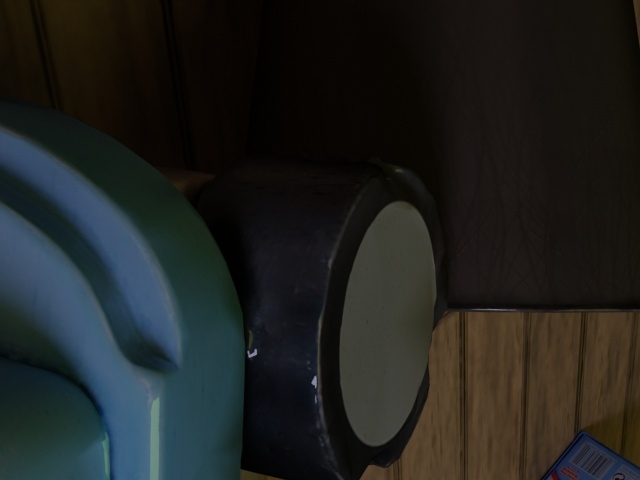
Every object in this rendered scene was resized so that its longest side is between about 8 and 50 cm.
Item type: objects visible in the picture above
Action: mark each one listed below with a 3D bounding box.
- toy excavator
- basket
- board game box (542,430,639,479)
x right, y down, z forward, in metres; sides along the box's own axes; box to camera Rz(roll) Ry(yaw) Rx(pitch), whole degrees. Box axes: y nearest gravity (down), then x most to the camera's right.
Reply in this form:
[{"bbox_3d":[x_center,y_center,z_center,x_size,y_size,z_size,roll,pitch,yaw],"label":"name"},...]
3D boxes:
[{"bbox_3d":[-0.158,0.183,0.377,0.445,0.222,0.433,-16,111,-62],"label":"toy excavator"},{"bbox_3d":[0.051,-0.085,0.593,0.154,0.204,0.227,2,89,-44],"label":"basket"},{"bbox_3d":[0.186,0.259,1.022,0.211,0.160,0.039,-46,142,-16],"label":"board game box"}]
